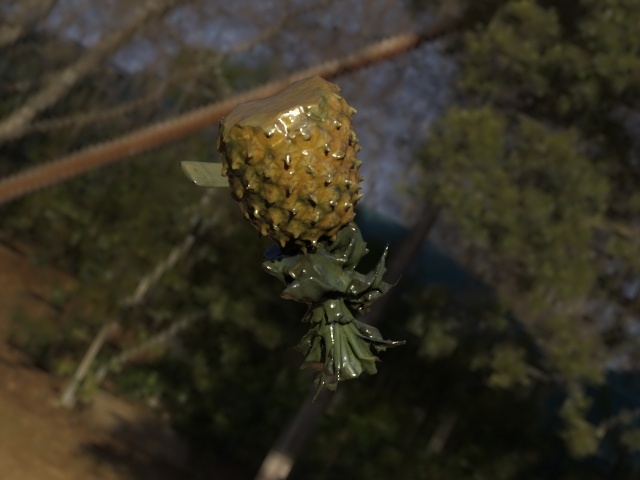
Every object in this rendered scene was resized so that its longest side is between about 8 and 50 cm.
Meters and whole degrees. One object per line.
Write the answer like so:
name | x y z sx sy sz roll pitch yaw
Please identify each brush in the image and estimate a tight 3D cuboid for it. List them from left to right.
brush | -0.071 -0.056 1.856 0.190 0.027 0.034 1 44 -53

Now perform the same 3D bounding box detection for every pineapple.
pineapple | 0.000 0.000 1.500 0.125 0.125 0.251 16 -52 52
